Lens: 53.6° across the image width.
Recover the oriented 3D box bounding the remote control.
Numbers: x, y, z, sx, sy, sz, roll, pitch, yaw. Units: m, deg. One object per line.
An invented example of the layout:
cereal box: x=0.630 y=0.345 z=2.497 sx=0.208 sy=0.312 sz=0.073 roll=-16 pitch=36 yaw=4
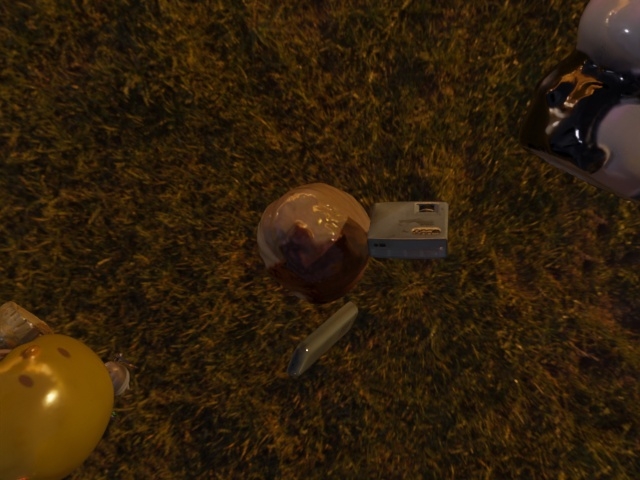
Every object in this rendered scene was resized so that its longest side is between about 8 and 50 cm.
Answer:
remote control: x=0.011 y=0.221 z=1.443 sx=0.038 sy=0.309 sz=0.090 roll=31 pitch=115 yaw=15

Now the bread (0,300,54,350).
bread: x=-0.745 y=0.230 z=1.565 sx=0.140 sy=0.236 sz=0.106 roll=45 pitch=71 yaw=-26

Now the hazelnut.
hazelnut: x=0.000 y=0.000 z=1.328 sx=0.241 sy=0.261 sz=0.261 roll=-12 pitch=84 yaw=21

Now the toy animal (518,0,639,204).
toy animal: x=0.439 y=-0.231 z=0.892 sx=0.250 sy=0.251 sz=0.310 roll=31 pitch=102 yaw=9

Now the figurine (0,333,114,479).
figurine: x=-0.433 y=0.202 z=0.826 sx=0.343 sy=0.215 sz=0.187 roll=7 pitch=121 yaw=28

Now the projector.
projector: x=0.170 y=-0.018 z=1.212 sx=0.147 sy=0.061 sz=0.115 roll=1 pitch=42 yaw=12

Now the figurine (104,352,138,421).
figurine: x=-0.525 y=0.362 z=1.598 sx=0.132 sy=0.132 sz=0.154 roll=26 pitch=71 yaw=9
